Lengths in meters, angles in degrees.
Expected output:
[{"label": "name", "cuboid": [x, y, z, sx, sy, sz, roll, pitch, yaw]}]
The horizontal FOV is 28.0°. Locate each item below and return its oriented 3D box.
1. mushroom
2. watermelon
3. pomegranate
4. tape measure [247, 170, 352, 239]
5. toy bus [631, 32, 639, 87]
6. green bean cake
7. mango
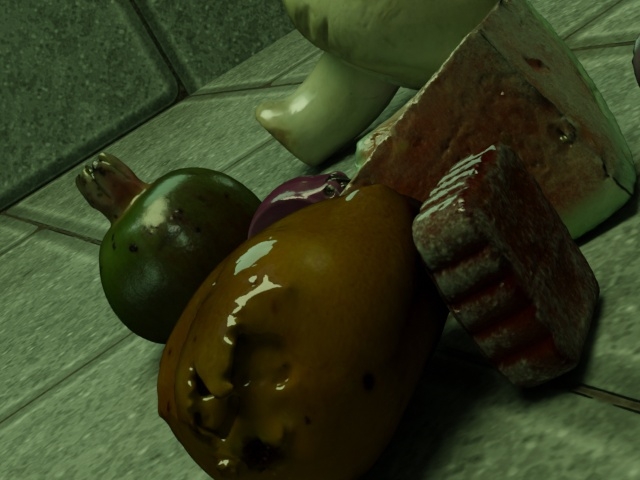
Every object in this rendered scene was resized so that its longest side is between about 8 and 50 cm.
[{"label": "mushroom", "cuboid": [0.062, -0.289, 1.595, 0.356, 0.315, 0.315, -13, 19, 13]}, {"label": "watermelon", "cuboid": [0.120, -0.078, 1.048, 0.260, 0.176, 0.256, -46, 41, 7]}, {"label": "pomegranate", "cuboid": [-0.146, -0.003, 1.238, 0.180, 0.209, 0.180, -42, 6, 6]}, {"label": "tape measure", "cuboid": [0.000, 0.000, 1.137, 0.125, 0.118, 0.074, -27, 13, 23]}, {"label": "toy bus", "cuboid": [0.265, -0.052, 0.683, 0.142, 0.202, 0.142, 0, -7, -41]}, {"label": "green bean cake", "cuboid": [0.120, 0.015, 0.828, 0.056, 0.135, 0.135, -30, 10, 27]}, {"label": "mango", "cuboid": [-0.003, 0.060, 0.845, 0.287, 0.153, 0.201, -52, -18, -59]}]
